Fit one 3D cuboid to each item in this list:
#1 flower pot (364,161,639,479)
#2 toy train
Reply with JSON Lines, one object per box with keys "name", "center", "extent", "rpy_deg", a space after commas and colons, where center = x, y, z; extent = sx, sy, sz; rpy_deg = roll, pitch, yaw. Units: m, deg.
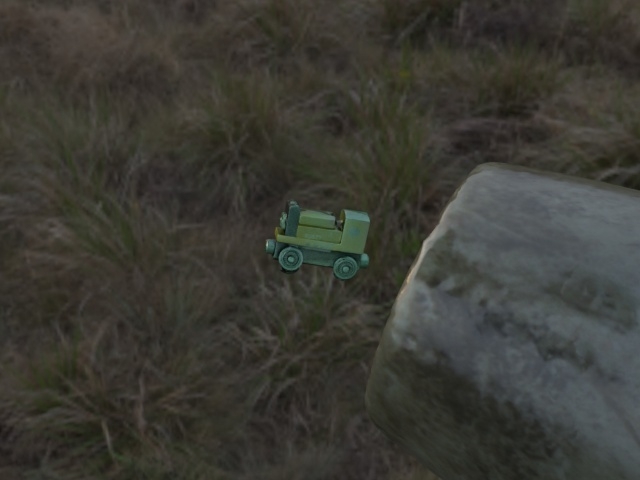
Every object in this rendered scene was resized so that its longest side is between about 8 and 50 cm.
{"name": "flower pot", "center": [0.223, 0.100, 0.743], "extent": [0.330, 0.294, 0.293], "rpy_deg": [26, 43, 17]}
{"name": "toy train", "center": [0.000, 0.000, 1.193], "extent": [0.122, 0.081, 0.050], "rpy_deg": [10, 17, -10]}
